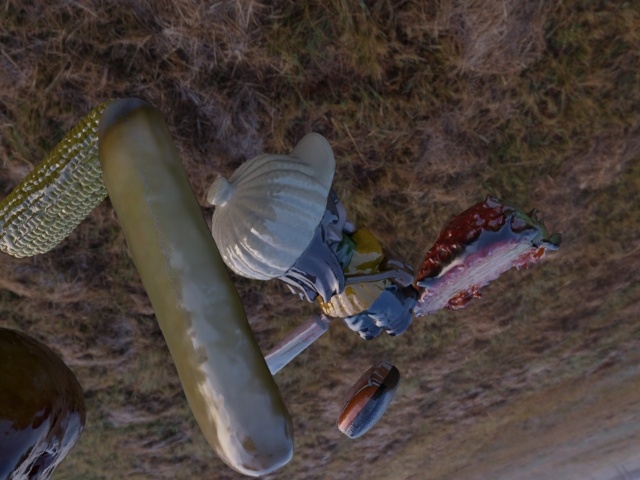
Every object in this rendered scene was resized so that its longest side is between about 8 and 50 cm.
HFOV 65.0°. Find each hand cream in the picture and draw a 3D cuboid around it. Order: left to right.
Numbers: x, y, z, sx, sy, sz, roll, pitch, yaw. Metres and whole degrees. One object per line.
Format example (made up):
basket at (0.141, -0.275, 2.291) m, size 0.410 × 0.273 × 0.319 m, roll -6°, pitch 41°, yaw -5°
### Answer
hand cream at (-0.057, 0.211, 1.014) m, size 0.209 × 0.043 × 0.067 m, roll -44°, pitch 133°, yaw 19°

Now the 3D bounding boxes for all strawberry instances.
strawberry at (0.261, 0.026, 0.936) m, size 0.233 × 0.138 × 0.306 m, roll 8°, pitch 143°, yaw -44°

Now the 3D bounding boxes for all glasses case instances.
glasses case at (0.088, 0.269, 0.875) m, size 0.103 × 0.067 × 0.266 m, roll -52°, pitch 167°, yaw 3°

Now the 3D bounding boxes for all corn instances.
corn at (-0.370, -0.075, 0.733) m, size 0.310 × 0.101 × 0.101 m, roll -36°, pitch 147°, yaw 15°

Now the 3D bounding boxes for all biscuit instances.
biscuit at (-0.111, 0.053, 0.428) m, size 0.062 × 0.291 × 0.237 m, roll -23°, pitch 168°, yaw -19°

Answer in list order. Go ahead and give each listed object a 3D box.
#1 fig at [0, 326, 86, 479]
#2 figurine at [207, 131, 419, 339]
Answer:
fig at (-0.329, 0.121, 0.429) m, size 0.190 × 0.290 × 0.191 m, roll -36°, pitch 150°, yaw -26°
figurine at (-0.007, 0.025, 0.699) m, size 0.185 × 0.332 × 0.204 m, roll -21°, pitch -161°, yaw 44°
